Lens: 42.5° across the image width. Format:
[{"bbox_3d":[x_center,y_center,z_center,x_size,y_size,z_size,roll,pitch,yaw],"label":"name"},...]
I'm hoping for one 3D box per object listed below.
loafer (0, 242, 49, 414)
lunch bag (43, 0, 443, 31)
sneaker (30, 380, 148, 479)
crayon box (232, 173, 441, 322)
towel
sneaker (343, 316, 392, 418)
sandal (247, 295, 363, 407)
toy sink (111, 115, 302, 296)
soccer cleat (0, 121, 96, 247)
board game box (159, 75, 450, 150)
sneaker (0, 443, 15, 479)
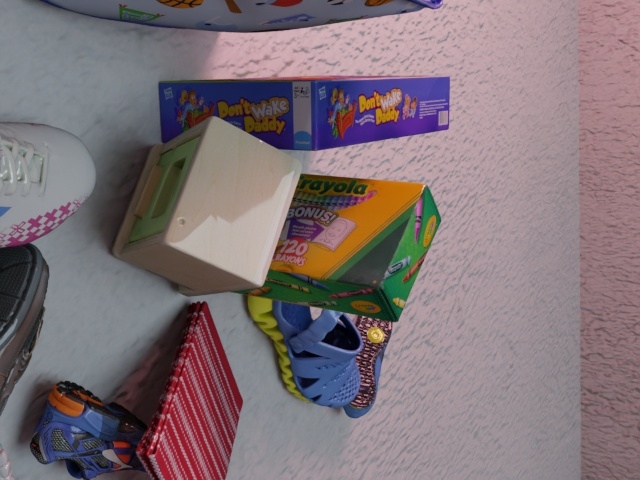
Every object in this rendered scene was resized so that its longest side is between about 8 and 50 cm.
[{"bbox_3d":[-0.330,0.129,0.777,0.084,0.096,0.267,67,39,-55],"label":"loafer"},{"bbox_3d":[-0.100,-0.334,0.828,0.385,0.328,0.239,-20,108,-53],"label":"lunch bag"},{"bbox_3d":[-0.251,0.233,0.943,0.087,0.083,0.221,-53,141,-9],"label":"sneaker"},{"bbox_3d":[0.000,0.000,1.089,0.165,0.278,0.081,-63,143,-29],"label":"crayon box"},{"bbox_3d":[-0.153,0.229,1.023,0.275,0.031,0.199,-81,159,-56],"label":"towel"},{"bbox_3d":[0.077,0.214,1.462,0.082,0.069,0.209,106,-1,-61],"label":"sneaker"},{"bbox_3d":[0.004,0.160,1.261,0.126,0.138,0.317,-64,145,-31],"label":"sandal"},{"bbox_3d":[-0.149,-0.031,0.965,0.131,0.234,0.153,26,73,-25],"label":"toy sink"},{"bbox_3d":[-0.304,-0.051,0.709,0.331,0.143,0.116,-24,87,-53],"label":"soccer cleat"},{"bbox_3d":[-0.007,-0.177,1.089,0.347,0.233,0.078,-19,111,-55],"label":"board game box"},{"bbox_3d":[-0.341,0.262,0.824,0.076,0.065,0.166,-31,119,-32],"label":"sneaker"}]
